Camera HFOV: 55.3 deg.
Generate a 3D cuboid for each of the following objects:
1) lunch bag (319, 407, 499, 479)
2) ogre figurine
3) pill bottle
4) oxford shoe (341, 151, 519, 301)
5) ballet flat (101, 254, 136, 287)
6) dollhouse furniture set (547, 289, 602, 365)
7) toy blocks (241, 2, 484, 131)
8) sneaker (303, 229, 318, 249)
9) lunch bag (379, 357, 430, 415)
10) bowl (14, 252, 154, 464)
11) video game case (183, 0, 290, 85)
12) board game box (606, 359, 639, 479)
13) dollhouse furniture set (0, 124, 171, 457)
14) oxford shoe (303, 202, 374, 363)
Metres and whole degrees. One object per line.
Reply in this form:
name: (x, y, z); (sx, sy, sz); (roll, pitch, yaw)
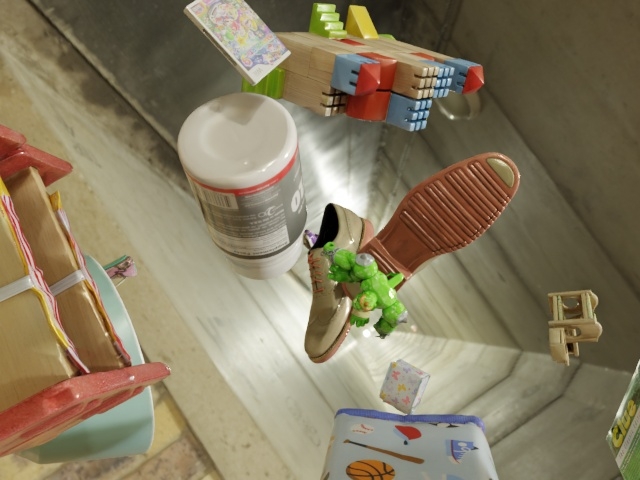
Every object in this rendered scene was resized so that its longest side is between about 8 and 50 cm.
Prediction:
lunch bag: (0.105, 0.428, 0.661); (0.238, 0.386, 0.328); (2, -173, 8)
ogre figurine: (0.083, 0.085, 1.062); (0.096, 0.197, 0.118); (-16, 179, -27)
pill bottle: (-0.103, -0.067, 0.919); (0.161, 0.161, 0.283); (-33, 152, -16)
oxford shoe: (0.204, -0.031, 1.160); (0.397, 0.140, 0.146); (-39, 177, 27)
ballet flat: (-0.598, 0.108, 1.640); (0.221, 0.079, 0.077); (-19, -163, 4)
dollhouse furniture set: (0.555, 0.225, 1.313); (0.101, 0.161, 0.182); (-8, -152, 24)
toy blocks: (0.098, -0.272, 1.029); (0.381, 0.260, 0.191); (-19, 129, -46)
sneaker: (0.000, 0.000, 1.527); (0.071, 0.068, 0.170); (-52, 149, 4)
lunch bag: (0.152, 0.269, 1.115); (0.053, 0.071, 0.083); (1, 110, -59)
bowl: (-0.377, 0.188, 0.870); (0.163, 0.312, 0.311); (-18, 161, -36)
video game case: (-0.103, -0.264, 0.775); (0.011, 0.122, 0.087); (-30, -163, 49)
board game box: (0.332, 0.132, 0.553); (0.136, 0.030, 0.260); (-80, 177, -64)
dollhouse furniture set: (-0.327, 0.089, 0.411); (0.374, 0.201, 0.152); (-26, 171, 0)
oxford shoe: (0.009, 0.082, 1.288); (0.123, 0.130, 0.348); (-18, -132, 44)
